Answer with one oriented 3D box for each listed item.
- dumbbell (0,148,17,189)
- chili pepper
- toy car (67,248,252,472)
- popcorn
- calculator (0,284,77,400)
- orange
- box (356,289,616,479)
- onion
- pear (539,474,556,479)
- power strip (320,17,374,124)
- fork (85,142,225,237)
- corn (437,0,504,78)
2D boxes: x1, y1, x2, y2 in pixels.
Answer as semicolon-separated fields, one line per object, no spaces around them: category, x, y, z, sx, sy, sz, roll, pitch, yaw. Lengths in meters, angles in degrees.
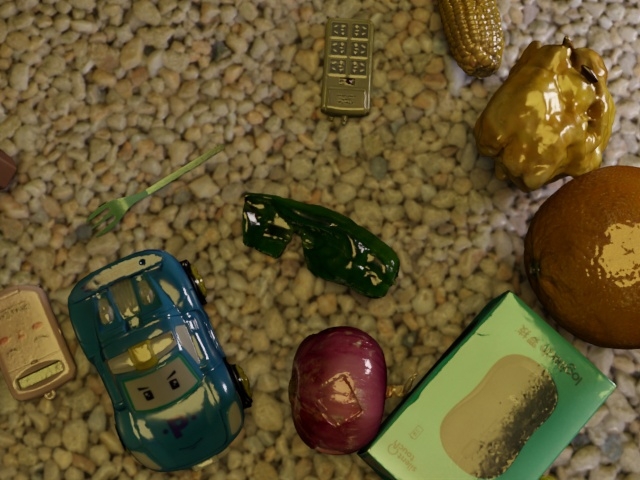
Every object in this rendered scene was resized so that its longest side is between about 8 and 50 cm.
dumbbell;-0.529;-0.037;1.427;0.092;0.082;0.231;28;80;3
chili pepper;-0.001;0.001;1.430;0.253;0.083;0.099;23;89;7
toy car;-0.222;0.167;1.356;0.198;0.166;0.314;-24;81;-1
popcorn;0.330;-0.169;1.412;0.190;0.191;0.253;33;75;-6
calculator;-0.419;0.149;1.419;0.100;0.032;0.175;-25;81;-5
orange;0.405;0.025;1.343;0.264;0.264;0.264;0;79;-1
box;0.227;0.248;1.367;0.205;0.118;0.311;43;82;8
onion;0.028;0.203;1.342;0.153;0.177;0.177;22;78;-30
pear;0.303;0.372;1.361;0.092;0.092;0.097;3;84;0
power strip;0.041;-0.257;1.503;0.076;0.028;0.169;3;79;-1
fork;-0.245;-0.083;1.470;0.235;0.021;0.039;-34;85;-6
corn;0.221;-0.385;1.492;0.101;0.101;0.291;-10;78;-3
